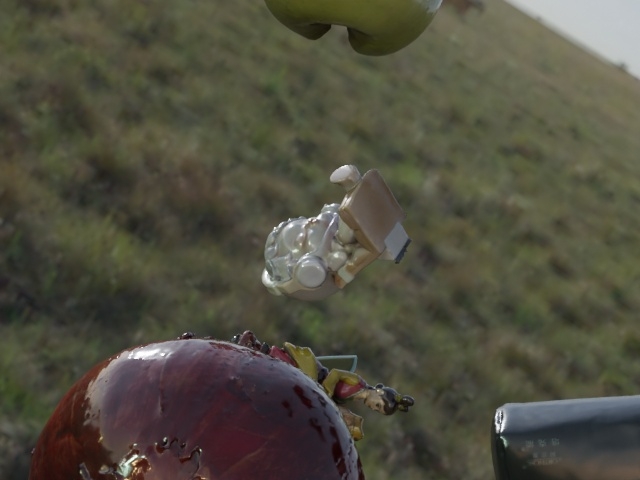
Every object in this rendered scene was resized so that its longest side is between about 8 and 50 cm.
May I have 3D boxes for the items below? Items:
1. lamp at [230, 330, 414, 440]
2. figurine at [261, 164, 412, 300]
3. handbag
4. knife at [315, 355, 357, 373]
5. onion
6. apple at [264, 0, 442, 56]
[{"bbox_3d":[-0.013,0.206,1.978,0.253,0.118,0.118,22,10,7],"label":"lamp"},{"bbox_3d":[0.002,0.003,2.049,0.141,0.237,0.162,48,44,-14],"label":"figurine"},{"bbox_3d":[0.378,0.342,1.957,0.302,0.275,0.178,-6,12,8],"label":"handbag"},{"bbox_3d":[-0.076,0.213,2.306,0.343,0.027,0.061,-8,54,-35],"label":"knife"},{"bbox_3d":[-0.098,0.210,1.246,0.276,0.276,0.276,31,11,-7],"label":"onion"},{"bbox_3d":[0.053,-0.421,2.301,0.292,0.254,0.292,15,-3,1],"label":"apple"}]
